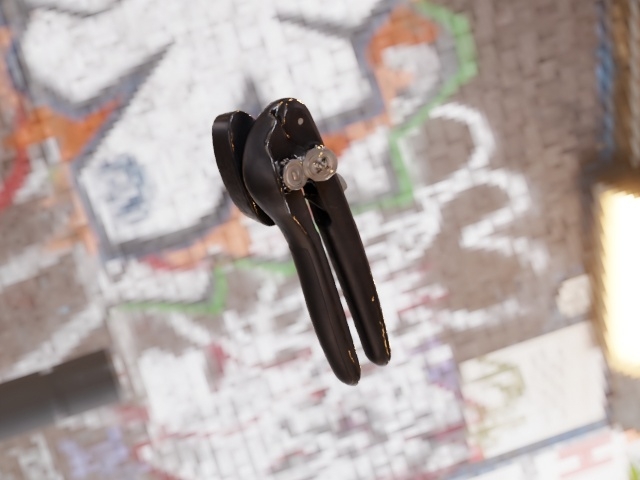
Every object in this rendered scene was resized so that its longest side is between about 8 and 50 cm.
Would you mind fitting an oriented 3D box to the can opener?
[{"bbox_3d":[0.000,0.000,1.081,0.073,0.059,0.186,17,-43,62],"label":"can opener"}]
